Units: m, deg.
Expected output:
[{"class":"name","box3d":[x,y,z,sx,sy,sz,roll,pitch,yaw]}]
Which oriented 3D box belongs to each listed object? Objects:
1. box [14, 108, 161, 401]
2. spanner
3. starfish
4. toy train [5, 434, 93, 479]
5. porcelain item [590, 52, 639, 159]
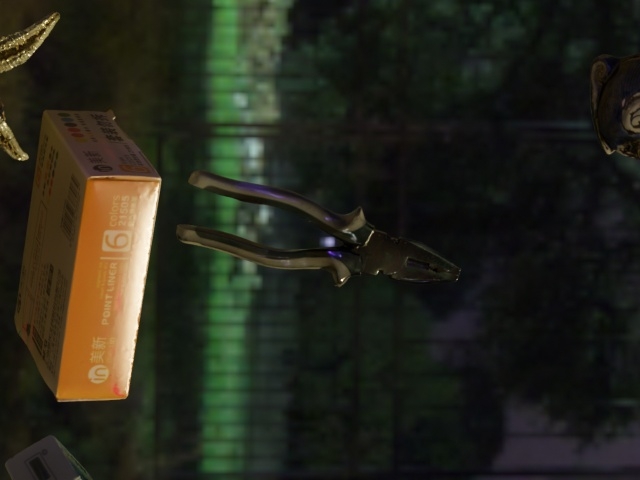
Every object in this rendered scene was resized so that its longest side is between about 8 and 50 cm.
[{"class":"box","box3d":[-0.264,0.014,1.997,0.221,0.091,0.274,-130,-133,-57]},{"class":"spanner","box3d":[0.000,0.000,2.036,0.040,0.325,0.096,-79,-177,-83]},{"class":"starfish","box3d":[-0.317,-0.166,1.643,0.053,0.176,0.208,-120,-170,-57]},{"class":"toy train","box3d":[-0.210,0.224,1.526,0.051,0.052,0.234,57,-6,20]},{"class":"porcelain item","box3d":[0.483,-0.203,2.277,0.138,0.288,0.186,-42,123,-70]}]
